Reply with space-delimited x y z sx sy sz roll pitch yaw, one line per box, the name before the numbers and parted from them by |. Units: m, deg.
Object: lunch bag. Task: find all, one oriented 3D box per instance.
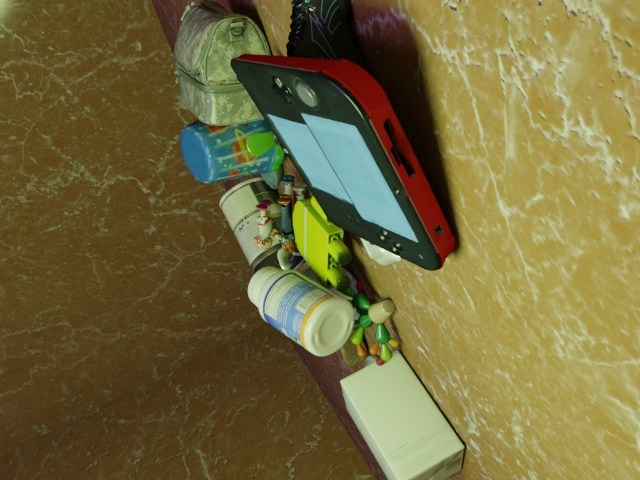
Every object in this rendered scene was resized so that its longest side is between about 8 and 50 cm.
lunch bag | -0.243 -0.448 1.540 0.305 0.213 0.255 -134 39 -54

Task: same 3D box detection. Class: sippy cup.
sippy cup | -0.256 -0.267 1.724 0.240 0.224 0.305 56 147 12

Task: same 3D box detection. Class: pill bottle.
pill bottle | -0.058 0.163 1.539 0.272 0.152 0.152 26 143 44

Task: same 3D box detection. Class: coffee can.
coffee can | -0.201 -0.050 2.139 0.275 0.202 0.201 61 167 16

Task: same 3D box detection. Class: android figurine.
android figurine | 0.000 0.000 1.549 0.273 0.056 0.248 -128 31 -47

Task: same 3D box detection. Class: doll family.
doll family | -0.082 -0.057 1.703 0.119 0.263 0.163 11 123 19

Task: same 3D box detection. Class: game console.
game console | 0.033 -0.124 0.996 0.342 0.060 0.386 22 152 49

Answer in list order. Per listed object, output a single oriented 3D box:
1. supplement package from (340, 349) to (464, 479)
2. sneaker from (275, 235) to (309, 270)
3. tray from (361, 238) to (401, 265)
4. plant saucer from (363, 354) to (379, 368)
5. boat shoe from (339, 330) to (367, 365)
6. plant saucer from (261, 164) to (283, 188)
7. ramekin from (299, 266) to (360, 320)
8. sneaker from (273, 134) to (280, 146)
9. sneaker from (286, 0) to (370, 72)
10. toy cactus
supplement package | 0.198 0.458 1.540 0.293 0.175 0.177 56 166 36
sneaker | -0.067 0.045 1.882 0.094 0.153 0.235 63 168 13
tray | 0.083 -0.068 1.315 0.270 0.030 0.145 64 167 2
plant saucer | 0.208 0.541 1.856 0.400 0.101 0.400 58 166 23
boat shoe | 0.073 0.269 1.872 0.092 0.103 0.285 50 165 44
plant saucer | -0.191 -0.314 1.947 0.317 0.044 0.317 59 166 24
ramekin | 0.014 0.172 1.702 0.207 0.207 0.109 62 177 12
sneaker | -0.092 -0.287 1.404 0.228 0.086 0.132 63 151 7
sneaker | -0.006 -0.332 0.977 0.267 0.106 0.101 69 169 -14
toy cactus | 0.132 0.189 1.514 0.180 0.112 0.218 -45 62 56
